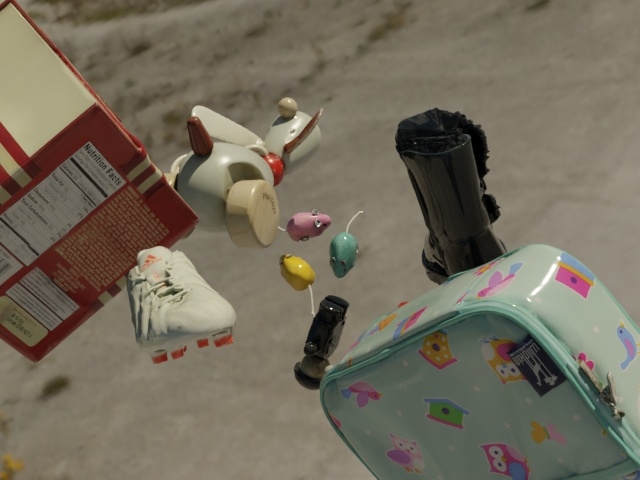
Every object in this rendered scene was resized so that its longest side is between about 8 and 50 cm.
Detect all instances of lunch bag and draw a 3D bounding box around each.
[{"bbox_3d":[0.146,0.139,1.073,0.279,0.224,0.108,-30,10,49],"label":"lunch bag"}]

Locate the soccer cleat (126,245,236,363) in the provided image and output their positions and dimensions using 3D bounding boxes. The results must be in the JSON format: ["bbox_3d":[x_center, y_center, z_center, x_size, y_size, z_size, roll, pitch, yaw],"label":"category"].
[{"bbox_3d":[-0.110,0.043,0.979,0.068,0.076,0.196,-14,5,-15],"label":"soccer cleat"}]

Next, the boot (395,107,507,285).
[{"bbox_3d":[0.144,-0.048,1.488,0.094,0.207,0.246,-19,16,-1],"label":"boot"}]

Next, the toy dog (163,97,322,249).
[{"bbox_3d":[-0.103,-0.115,1.680,0.220,0.161,0.334,-5,25,4],"label":"toy dog"}]

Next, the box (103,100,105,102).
[{"bbox_3d":[-0.395,-0.075,1.752,0.163,0.142,0.247,130,159,-61],"label":"box"}]

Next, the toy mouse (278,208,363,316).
[{"bbox_3d":[0.000,0.000,1.843,0.143,0.161,0.031,-37,-29,-2],"label":"toy mouse"}]

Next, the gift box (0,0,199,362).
[{"bbox_3d":[-0.320,-0.066,1.287,0.276,0.255,0.258,-37,54,-6],"label":"gift box"}]

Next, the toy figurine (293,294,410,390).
[{"bbox_3d":[0.084,0.191,1.971,0.213,0.148,0.209,5,25,-27],"label":"toy figurine"}]
